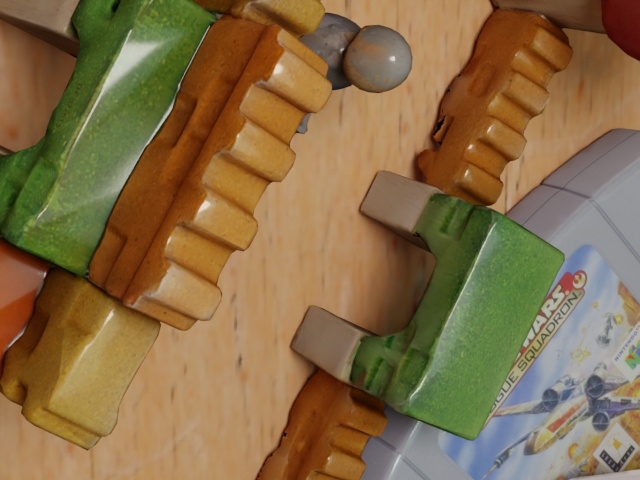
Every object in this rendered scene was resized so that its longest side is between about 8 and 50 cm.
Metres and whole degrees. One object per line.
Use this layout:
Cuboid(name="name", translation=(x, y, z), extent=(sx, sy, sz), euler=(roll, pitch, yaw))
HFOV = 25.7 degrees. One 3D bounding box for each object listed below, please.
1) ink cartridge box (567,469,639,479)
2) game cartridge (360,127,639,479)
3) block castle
Cuboid(name="ink cartridge box", translation=(0.252, 0.280, 0.756), extent=(0.197, 0.198, 0.270), euler=(-9, 127, 15))
Cuboid(name="game cartridge", translation=(0.134, 0.092, 0.813), extent=(0.297, 0.062, 0.198), euler=(-51, 127, -10))
Cuboid(name="block castle", translation=(0.000, 0.000, 0.606), extent=(0.303, 0.213, 0.453), euler=(28, 88, -34))
